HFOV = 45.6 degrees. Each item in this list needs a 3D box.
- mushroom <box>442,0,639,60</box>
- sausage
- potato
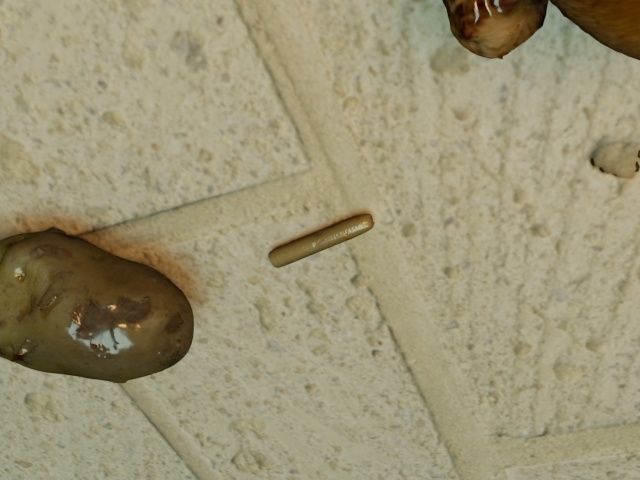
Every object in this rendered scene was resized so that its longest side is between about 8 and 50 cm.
[{"bbox_3d":[0.212,-0.265,0.420,0.239,0.345,0.345,28,135,26],"label":"mushroom"},{"bbox_3d":[0.000,0.000,0.844,0.132,0.024,0.024,-22,122,25],"label":"sausage"},{"bbox_3d":[-0.275,0.084,0.877,0.262,0.165,0.165,20,129,-3],"label":"potato"}]
